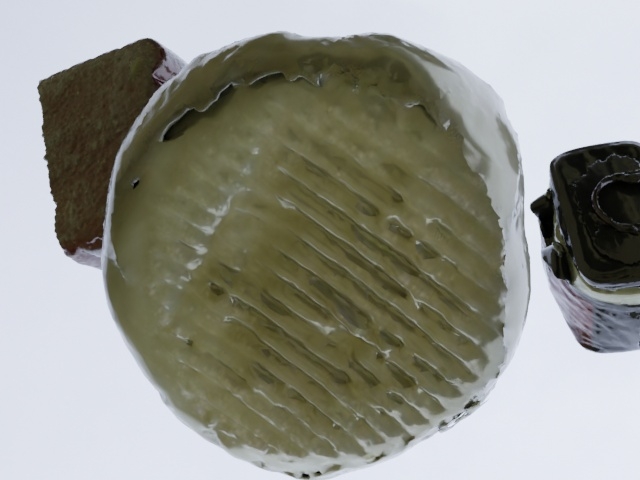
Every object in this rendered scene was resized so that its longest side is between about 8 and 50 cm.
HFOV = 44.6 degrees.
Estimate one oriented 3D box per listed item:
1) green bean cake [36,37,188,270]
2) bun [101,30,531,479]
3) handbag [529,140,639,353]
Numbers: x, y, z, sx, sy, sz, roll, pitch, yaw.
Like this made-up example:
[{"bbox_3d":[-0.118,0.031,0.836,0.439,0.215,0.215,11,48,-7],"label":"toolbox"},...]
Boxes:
[{"bbox_3d":[-0.217,-0.084,0.824,0.198,0.097,0.233,-16,-114,28],"label":"green bean cake"},{"bbox_3d":[0.000,0.000,0.628,0.359,0.211,0.360,3,-71,9],"label":"bun"},{"bbox_3d":[0.371,0.002,1.005,0.181,0.181,0.254,-9,-135,9],"label":"handbag"}]
